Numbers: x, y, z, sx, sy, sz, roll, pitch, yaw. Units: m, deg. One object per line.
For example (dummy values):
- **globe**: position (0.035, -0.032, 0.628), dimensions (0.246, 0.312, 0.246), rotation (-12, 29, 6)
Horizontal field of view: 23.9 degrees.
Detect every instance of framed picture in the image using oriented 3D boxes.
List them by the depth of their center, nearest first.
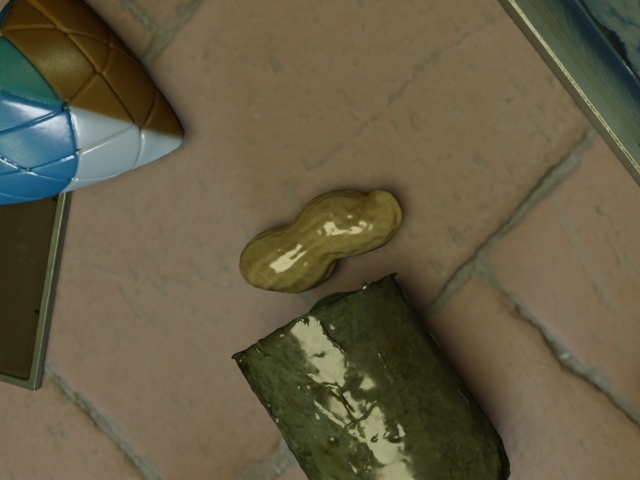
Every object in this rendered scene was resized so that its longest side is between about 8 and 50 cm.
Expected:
- **framed picture**: position (0.290, -0.196, 1.420), dimensions (0.315, 0.024, 0.232), rotation (53, 151, 1)
- **framed picture**: position (-0.396, 0.010, 1.723), dimensions (0.211, 0.020, 0.289), rotation (14, 105, 12)

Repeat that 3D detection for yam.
- **yam**: position (0.065, 0.192, 1.549), dimensions (0.195, 0.195, 0.300), rotation (-31, 91, 18)

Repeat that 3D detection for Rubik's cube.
- **Rubik's cube**: position (-0.271, -0.117, 1.608), dimensions (0.254, 0.254, 0.254), rotation (3, 102, 14)

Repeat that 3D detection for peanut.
- **peanut**: position (0.000, 0.000, 1.585), dimensions (0.187, 0.082, 0.082), rotation (-32, 92, 17)
